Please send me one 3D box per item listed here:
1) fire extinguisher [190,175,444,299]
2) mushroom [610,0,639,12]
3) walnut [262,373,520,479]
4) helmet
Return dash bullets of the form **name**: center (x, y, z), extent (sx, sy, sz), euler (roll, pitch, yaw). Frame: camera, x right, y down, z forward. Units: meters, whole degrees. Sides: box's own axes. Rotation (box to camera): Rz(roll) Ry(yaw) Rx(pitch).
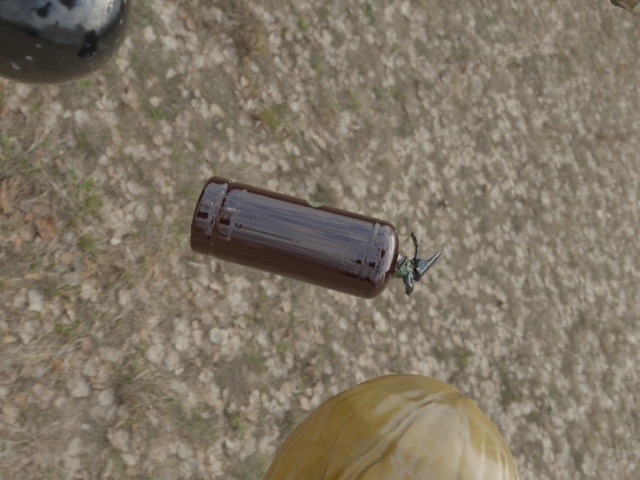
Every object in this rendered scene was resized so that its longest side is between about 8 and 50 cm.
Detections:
- **fire extinguisher**: center (0.000, 0.000, 1.094), extent (0.337, 0.114, 0.135), euler (16, 44, 5)
- **mushroom**: center (0.345, -0.298, 0.744), extent (0.054, 0.202, 0.059), euler (12, 50, -28)
- **walnut**: center (0.039, 0.182, 0.504), extent (0.165, 0.165, 0.197), euler (37, 82, -29)
- **helmet**: center (-0.343, -0.271, 0.935), extent (0.279, 0.231, 0.160), euler (-4, 87, -68)
